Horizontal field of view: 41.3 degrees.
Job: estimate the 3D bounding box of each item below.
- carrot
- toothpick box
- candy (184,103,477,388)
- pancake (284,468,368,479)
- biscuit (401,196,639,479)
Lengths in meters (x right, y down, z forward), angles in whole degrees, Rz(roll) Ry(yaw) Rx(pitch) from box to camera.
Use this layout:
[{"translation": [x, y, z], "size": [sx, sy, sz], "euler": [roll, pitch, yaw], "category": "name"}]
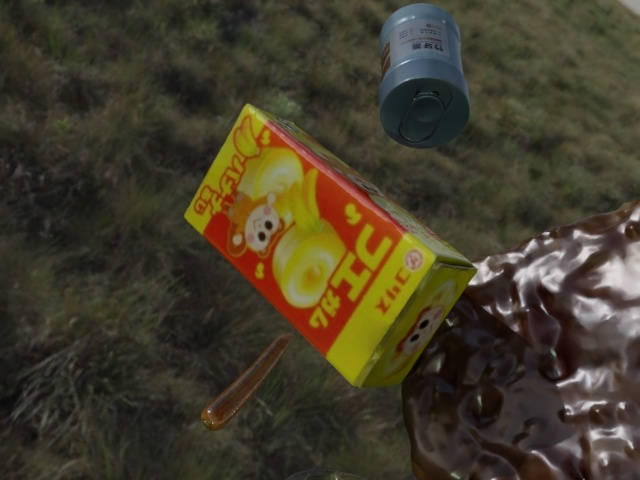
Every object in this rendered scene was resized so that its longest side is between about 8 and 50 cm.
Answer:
[{"translation": [-0.098, 0.193, 1.183], "size": [0.037, 0.037, 0.190], "euler": [40, 53, 7], "category": "carrot"}, {"translation": [0.117, -0.192, 0.984], "size": [0.101, 0.101, 0.153], "euler": [27, 40, -22], "category": "toothpick box"}, {"translation": [0.000, 0.000, 0.818], "size": [0.276, 0.146, 0.088], "euler": [40, 17, 32], "category": "candy"}, {"translation": [0.022, 0.413, 1.131], "size": [0.241, 0.050, 0.242], "euler": [8, 35, -6], "category": "pancake"}, {"translation": [0.276, 0.150, 0.813], "size": [0.166, 0.395, 0.343], "euler": [42, 34, -50], "category": "biscuit"}]
